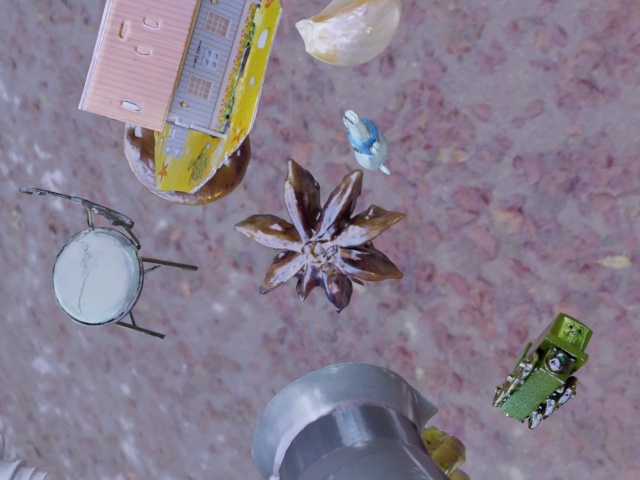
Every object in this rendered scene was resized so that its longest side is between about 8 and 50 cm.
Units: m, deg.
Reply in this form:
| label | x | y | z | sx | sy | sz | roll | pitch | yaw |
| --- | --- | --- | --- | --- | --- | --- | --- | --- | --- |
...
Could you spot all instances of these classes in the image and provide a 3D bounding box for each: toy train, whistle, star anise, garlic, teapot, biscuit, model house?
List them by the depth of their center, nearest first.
| label | x | y | z | sx | sy | sz | roll | pitch | yaw |
| --- | --- | --- | --- | --- | --- | --- | --- | --- | --- |
| model house | -0.156 | -0.157 | 0.818 | 0.207 | 0.135 | 0.219 | 22 | 95 | 54 |
| star anise | 0.000 | 0.001 | 0.836 | 0.167 | 0.057 | 0.168 | 0 | 120 | 0 |
| teapot | 0.038 | 0.308 | 0.857 | 0.344 | 0.300 | 0.253 | -115 | 6 | -58 |
| toy train | 0.343 | 0.200 | 1.368 | 0.090 | 0.137 | 0.225 | 32 | 151 | 8 |
| biscuit | -0.208 | -0.153 | 1.391 | 0.212 | 0.212 | 0.036 | 53 | 152 | 8 |
| garlic | 0.067 | -0.416 | 1.610 | 0.164 | 0.245 | 0.145 | 26 | 148 | 4 |
| whistle | 0.094 | -0.212 | 1.849 | 0.114 | 0.077 | 0.236 | 47 | 178 | 24 |

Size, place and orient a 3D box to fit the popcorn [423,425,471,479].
| label | x | y | z | sx | sy | sz | roll | pitch | yaw |
| --- | --- | --- | --- | --- | --- | --- | --- | --- | --- |
| popcorn | 0.118 | 0.437 | 1.614 | 0.325 | 0.290 | 0.321 | 6 | 158 | 28 |

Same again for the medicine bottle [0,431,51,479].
| label | x | y | z | sx | sy | sz | roll | pitch | yaw |
| --- | --- | --- | --- | --- | --- | --- | --- | --- | --- |
| medicine bottle | -0.511 | 0.296 | 1.119 | 0.324 | 0.179 | 0.124 | 20 | 125 | -3 |

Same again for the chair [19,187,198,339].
| label | x | y | z | sx | sy | sz | roll | pitch | yaw |
| --- | --- | --- | --- | --- | --- | --- | --- | --- | --- |
| chair | -0.318 | 0.041 | 1.287 | 0.159 | 0.325 | 0.170 | 22 | 86 | 17 |
